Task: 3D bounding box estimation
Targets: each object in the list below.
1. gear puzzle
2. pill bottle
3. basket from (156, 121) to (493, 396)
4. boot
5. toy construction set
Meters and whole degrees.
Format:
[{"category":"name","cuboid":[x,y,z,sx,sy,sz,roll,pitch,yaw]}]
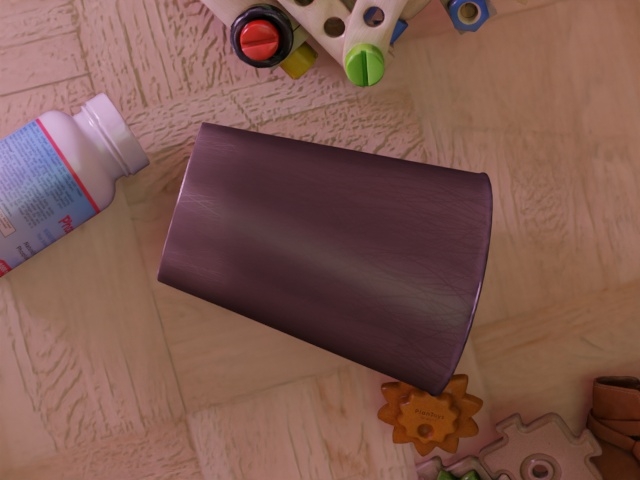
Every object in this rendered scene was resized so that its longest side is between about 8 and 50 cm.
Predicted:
[{"category":"gear puzzle","cuboid":[0.169,0.235,1.079,0.175,0.044,0.339,-32,101,21]},{"category":"pill bottle","cuboid":[-0.214,-0.042,0.994,0.160,0.087,0.087,-33,100,-7]},{"category":"basket","cuboid":[0.000,0.000,1.007,0.227,0.204,0.154,17,131,-4]},{"category":"boot","cuboid":[0.318,0.191,1.101,0.197,0.073,0.152,1,99,11]},{"category":"toy construction set","cuboid":[-0.012,-0.250,0.989,0.215,0.151,0.327,-40,93,18]}]
